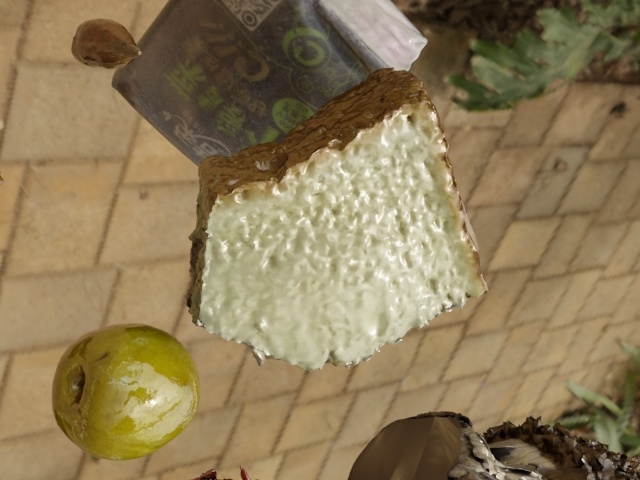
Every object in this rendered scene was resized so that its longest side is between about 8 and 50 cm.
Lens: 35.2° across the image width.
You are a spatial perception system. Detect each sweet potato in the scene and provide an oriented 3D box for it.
[{"bbox_3d":[-0.198,-0.184,0.953,0.049,0.117,0.049,-13,112,-35],"label":"sweet potato"}]

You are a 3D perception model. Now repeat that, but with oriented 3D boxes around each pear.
[{"bbox_3d":[-0.208,0.161,1.083,0.148,0.149,0.162,-54,149,15],"label":"pear"}]

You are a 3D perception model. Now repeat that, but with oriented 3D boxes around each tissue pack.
[{"bbox_3d":[-0.086,-0.241,1.363,0.394,0.288,0.124,-36,-166,49],"label":"tissue pack"}]

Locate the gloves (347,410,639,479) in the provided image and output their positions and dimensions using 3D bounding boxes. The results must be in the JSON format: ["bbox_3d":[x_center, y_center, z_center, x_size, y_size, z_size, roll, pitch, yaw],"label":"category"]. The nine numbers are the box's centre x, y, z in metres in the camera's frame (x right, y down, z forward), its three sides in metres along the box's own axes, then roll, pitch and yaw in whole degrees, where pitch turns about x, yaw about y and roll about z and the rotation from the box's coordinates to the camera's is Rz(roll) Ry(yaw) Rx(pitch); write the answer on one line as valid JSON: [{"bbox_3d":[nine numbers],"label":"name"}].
[{"bbox_3d":[0.172,0.212,0.739,0.313,0.135,0.210,13,141,-20],"label":"gloves"}]

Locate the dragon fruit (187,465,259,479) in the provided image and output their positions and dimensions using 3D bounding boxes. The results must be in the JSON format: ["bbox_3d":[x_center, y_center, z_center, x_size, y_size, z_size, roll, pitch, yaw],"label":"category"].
[{"bbox_3d":[-0.141,0.425,1.277,0.241,0.241,0.252,-25,105,-25],"label":"dragon fruit"}]

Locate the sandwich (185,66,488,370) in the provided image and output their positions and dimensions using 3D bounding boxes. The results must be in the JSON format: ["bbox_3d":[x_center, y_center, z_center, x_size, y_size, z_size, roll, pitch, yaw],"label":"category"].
[{"bbox_3d":[0.000,0.000,1.088,0.325,0.131,0.262,-28,119,-10],"label":"sandwich"}]

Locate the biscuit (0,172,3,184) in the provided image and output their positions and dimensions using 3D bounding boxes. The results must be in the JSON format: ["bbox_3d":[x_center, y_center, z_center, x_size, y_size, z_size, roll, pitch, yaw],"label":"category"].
[{"bbox_3d":[-0.474,-0.023,1.181,0.229,0.176,0.031,-29,109,-19],"label":"biscuit"}]
